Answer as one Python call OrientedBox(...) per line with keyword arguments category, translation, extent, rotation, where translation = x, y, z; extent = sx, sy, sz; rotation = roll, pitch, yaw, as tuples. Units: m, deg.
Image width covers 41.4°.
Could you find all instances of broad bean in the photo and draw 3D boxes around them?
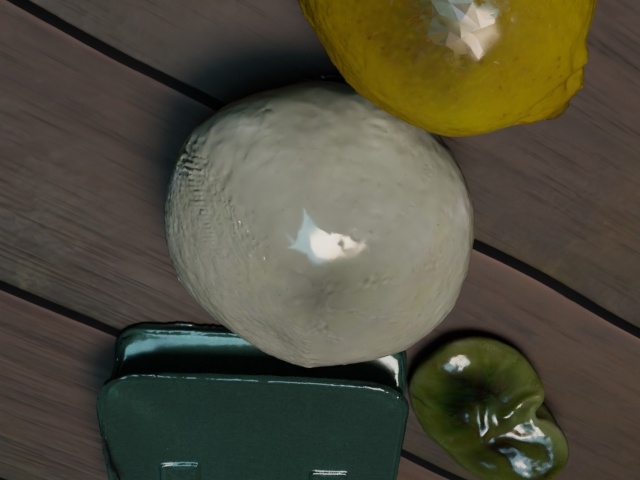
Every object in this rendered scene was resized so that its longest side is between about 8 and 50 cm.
OrientedBox(category="broad bean", translation=(0.183, 0.189, 0.944), extent=(0.153, 0.072, 0.206), rotation=(-41, 104, 20))

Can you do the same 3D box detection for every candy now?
OrientedBox(category="candy", translation=(0.000, 0.000, 0.732), extent=(0.295, 0.185, 0.296), rotation=(-2, 125, -3))

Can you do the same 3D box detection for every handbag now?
OrientedBox(category="handbag", translation=(-0.070, 0.210, 0.931), extent=(0.326, 0.089, 0.239), rotation=(2, 125, -2))

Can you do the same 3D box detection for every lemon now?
OrientedBox(category="lemon", translation=(0.089, -0.185, 0.606), extent=(0.204, 0.204, 0.260), rotation=(-40, 102, 22))
